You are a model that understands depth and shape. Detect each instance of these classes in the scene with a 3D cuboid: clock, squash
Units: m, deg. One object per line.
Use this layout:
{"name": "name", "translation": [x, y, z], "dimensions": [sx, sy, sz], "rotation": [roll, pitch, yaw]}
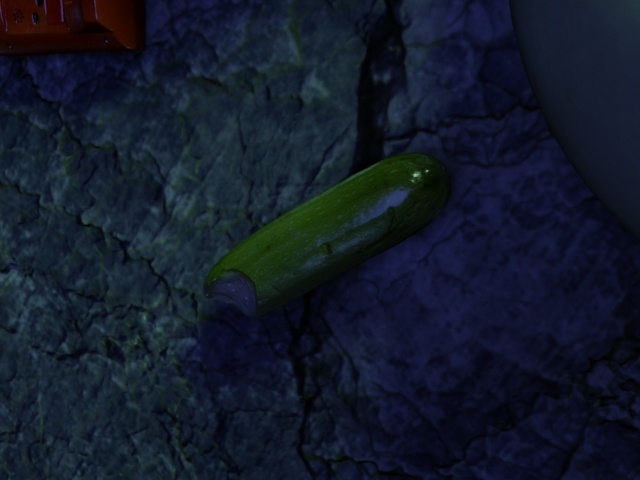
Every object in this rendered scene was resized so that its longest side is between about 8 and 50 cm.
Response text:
{"name": "clock", "translation": [-0.237, -0.223, 0.845], "dimensions": [0.155, 0.061, 0.113], "rotation": [3, 101, 26]}
{"name": "squash", "translation": [0.000, 0.000, 0.770], "dimensions": [0.239, 0.069, 0.069], "rotation": [-29, 87, 25]}

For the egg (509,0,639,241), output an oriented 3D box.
{"name": "egg", "translation": [0.245, -0.143, 0.517], "dimensions": [0.278, 0.278, 0.336], "rotation": [-24, 89, 26]}
